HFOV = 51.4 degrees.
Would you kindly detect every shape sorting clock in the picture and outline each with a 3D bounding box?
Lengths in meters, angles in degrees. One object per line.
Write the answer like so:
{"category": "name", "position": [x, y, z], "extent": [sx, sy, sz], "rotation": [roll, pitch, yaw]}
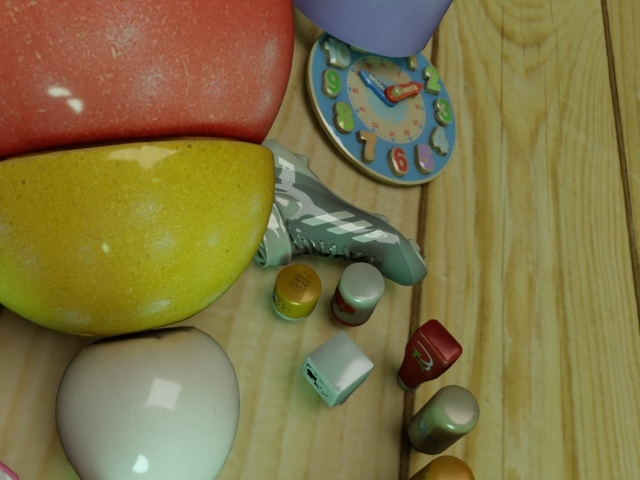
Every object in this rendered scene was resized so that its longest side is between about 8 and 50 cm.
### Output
{"category": "shape sorting clock", "position": [0.075, -0.158, 0.745], "extent": [0.206, 0.040, 0.206], "rotation": [15, 60, -27]}

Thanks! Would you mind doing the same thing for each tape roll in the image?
{"category": "tape roll", "position": [0.055, -0.295, 0.742], "extent": [0.188, 0.080, 0.189], "rotation": [16, 44, -16]}

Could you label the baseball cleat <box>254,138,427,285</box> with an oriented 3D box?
{"category": "baseball cleat", "position": [0.000, 0.000, 0.609], "extent": [0.205, 0.072, 0.109], "rotation": [36, 65, -7]}

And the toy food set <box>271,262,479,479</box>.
{"category": "toy food set", "position": [0.050, 0.120, 0.575], "extent": [0.111, 0.104, 0.232], "rotation": [-34, 70, -27]}

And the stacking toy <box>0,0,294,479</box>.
{"category": "stacking toy", "position": [-0.142, -0.061, 0.428], "extent": [0.350, 0.350, 0.480], "rotation": [-6, 87, -36]}

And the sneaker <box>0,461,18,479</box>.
{"category": "sneaker", "position": [-0.240, 0.150, 0.350], "extent": [0.252, 0.103, 0.111], "rotation": [36, 56, -5]}
